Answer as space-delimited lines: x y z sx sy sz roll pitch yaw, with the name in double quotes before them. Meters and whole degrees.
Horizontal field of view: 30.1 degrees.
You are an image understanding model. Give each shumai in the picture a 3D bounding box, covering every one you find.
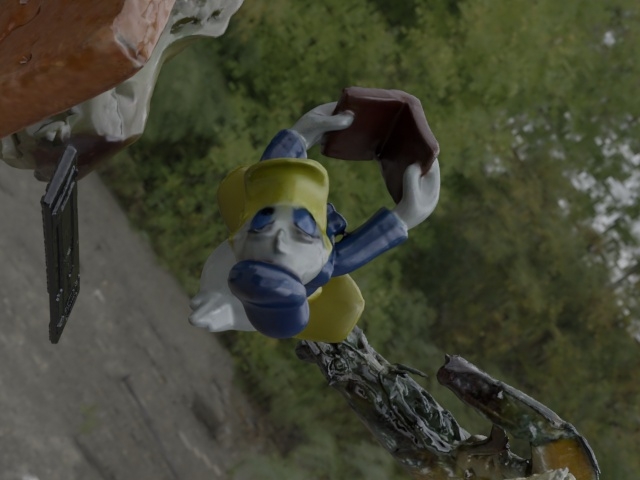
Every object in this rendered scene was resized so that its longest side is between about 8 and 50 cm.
"shumai" -0.222 -0.218 1.168 0.346 0.217 0.283 12 68 -38

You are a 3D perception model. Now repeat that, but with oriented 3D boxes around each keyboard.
"keyboard" -0.209 0.009 0.965 0.204 0.013 0.061 105 -1 -54

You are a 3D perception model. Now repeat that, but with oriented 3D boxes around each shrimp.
"shrimp" 0.143 0.202 1.393 0.445 0.085 0.272 40 -35 -11

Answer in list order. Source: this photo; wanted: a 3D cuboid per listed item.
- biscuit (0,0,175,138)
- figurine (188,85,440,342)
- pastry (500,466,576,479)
"biscuit" -0.161 -0.131 0.628 0.306 0.284 0.043 37 -12 49
"figurine" 0.000 0.000 1.043 0.204 0.283 0.338 46 14 -4
"pastry" 0.241 0.342 1.192 0.121 0.089 0.259 -8 -65 52
